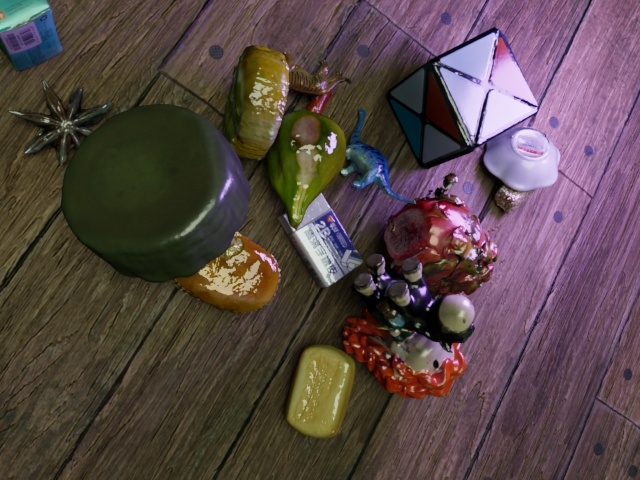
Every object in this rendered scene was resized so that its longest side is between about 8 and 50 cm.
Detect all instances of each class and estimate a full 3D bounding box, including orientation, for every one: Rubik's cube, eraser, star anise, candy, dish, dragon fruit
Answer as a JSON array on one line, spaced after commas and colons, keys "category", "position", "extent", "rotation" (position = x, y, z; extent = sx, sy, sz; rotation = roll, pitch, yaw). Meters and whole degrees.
[{"category": "Rubik's cube", "position": [0.363, -0.362, 1.391], "extent": [0.248, 0.246, 0.250], "rotation": [-29, 95, -18]}, {"category": "eraser", "position": [0.000, 0.000, 1.333], "extent": [0.124, 0.068, 0.210], "rotation": [-33, 95, -19]}, {"category": "star anise", "position": [-0.564, -0.258, 1.162], "extent": [0.181, 0.061, 0.204], "rotation": [39, 79, -24]}, {"category": "candy", "position": [-0.153, -0.307, 1.207], "extent": [0.118, 0.260, 0.259], "rotation": [12, 82, -19]}, {"category": "dish", "position": [0.577, -0.251, 1.496], "extent": [0.230, 0.081, 0.229], "rotation": [1, 63, -3]}, {"category": "dragon fruit", "position": [0.315, 0.016, 1.355], "extent": [0.291, 0.250, 0.269], "rotation": [18, 56, -32]}]

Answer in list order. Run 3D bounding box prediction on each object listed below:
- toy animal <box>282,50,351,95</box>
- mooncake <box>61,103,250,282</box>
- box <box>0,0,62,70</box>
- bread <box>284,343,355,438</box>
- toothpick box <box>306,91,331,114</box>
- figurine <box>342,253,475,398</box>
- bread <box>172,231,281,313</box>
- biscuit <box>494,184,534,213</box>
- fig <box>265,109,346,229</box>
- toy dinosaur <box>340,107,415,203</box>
[{"category": "toy animal", "position": [-0.043, -0.408, 1.338], "extent": [0.241, 0.057, 0.099], "rotation": [15, 70, 4]}, {"category": "mooncake", "position": [-0.328, -0.093, 1.103], "extent": [0.357, 0.194, 0.356], "rotation": [-3, 68, 6]}, {"category": "box", "position": [-0.674, -0.528, 1.075], "extent": [0.118, 0.205, 0.311], "rotation": [-37, 99, -20]}, {"category": "bread", "position": [0.001, 0.359, 1.280], "extent": [0.147, 0.098, 0.217], "rotation": [18, 85, 10]}, {"category": "toothpick box", "position": [-0.007, -0.348, 1.369], "extent": [0.047, 0.047, 0.083], "rotation": [25, 78, -15]}, {"category": "figurine", "position": [0.209, 0.201, 1.245], "extent": [0.306, 0.411, 0.241], "rotation": [13, 51, 7]}, {"category": "bread", "position": [-0.219, 0.067, 1.220], "extent": [0.250, 0.133, 0.179], "rotation": [27, 81, -14]}, {"category": "biscuit", "position": [0.577, -0.151, 1.538], "extent": [0.168, 0.082, 0.070], "rotation": [-36, 70, -18]}, {"category": "fig", "position": [-0.047, -0.159, 1.260], "extent": [0.206, 0.206, 0.275], "rotation": [12, 83, -18]}, {"category": "toy dinosaur", "position": [0.108, -0.192, 1.361], "extent": [0.144, 0.076, 0.329], "rotation": [-25, 61, 4]}]
